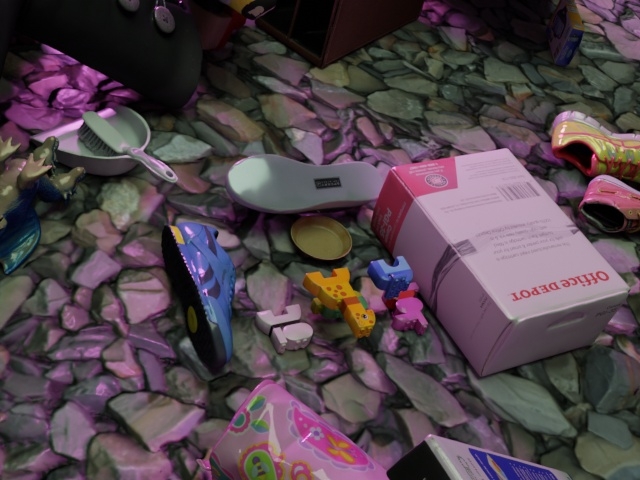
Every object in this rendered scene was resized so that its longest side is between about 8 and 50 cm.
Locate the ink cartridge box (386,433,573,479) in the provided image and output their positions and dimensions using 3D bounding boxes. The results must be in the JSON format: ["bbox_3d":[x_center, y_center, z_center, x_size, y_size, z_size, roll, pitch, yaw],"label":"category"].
[{"bbox_3d":[0.210,0.291,0.927,0.371,0.069,0.176,25,25,-53],"label":"ink cartridge box"}]

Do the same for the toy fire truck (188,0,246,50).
[{"bbox_3d":[-0.197,-0.417,1.569,0.217,0.158,0.246,37,25,11],"label":"toy fire truck"}]

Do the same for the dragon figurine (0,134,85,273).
[{"bbox_3d":[-0.372,-0.022,1.115,0.085,0.144,0.289,28,62,7],"label":"dragon figurine"}]

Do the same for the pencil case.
[{"bbox_3d":[0.018,0.260,0.947,0.284,0.124,0.124,34,44,17],"label":"pencil case"}]

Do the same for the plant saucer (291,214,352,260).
[{"bbox_3d":[0.000,0.000,1.281,0.083,0.015,0.083,10,42,-9],"label":"plant saucer"}]

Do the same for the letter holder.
[{"bbox_3d":[0.060,-0.460,1.634,0.152,0.214,0.302,37,45,18],"label":"letter holder"}]

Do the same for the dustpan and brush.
[{"bbox_3d":[-0.263,-0.120,1.275,0.211,0.060,0.147,40,46,21],"label":"dustpan and brush"}]

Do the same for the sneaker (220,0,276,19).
[{"bbox_3d":[-0.125,-0.441,1.464,0.147,0.145,0.385,55,22,-26],"label":"sneaker"}]

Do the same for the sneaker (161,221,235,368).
[{"bbox_3d":[-0.124,0.057,1.138,0.082,0.069,0.209,-2,46,-27],"label":"sneaker"}]

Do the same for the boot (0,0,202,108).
[{"bbox_3d":[-0.321,-0.250,1.226,0.146,0.445,0.367,-8,76,24],"label":"boot"}]

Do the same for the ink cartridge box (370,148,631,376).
[{"bbox_3d":[0.227,0.021,1.268,0.207,0.117,0.283,-11,50,-29],"label":"ink cartridge box"}]

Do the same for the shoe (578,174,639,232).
[{"bbox_3d":[0.480,-0.033,1.463,0.178,0.063,0.081,27,44,16],"label":"shoe"}]

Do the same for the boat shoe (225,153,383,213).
[{"bbox_3d":[-0.028,-0.069,1.302,0.228,0.076,0.080,-6,75,-28],"label":"boat shoe"}]

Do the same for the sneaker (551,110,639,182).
[{"bbox_3d":[0.461,-0.127,1.548,0.208,0.081,0.094,22,49,12],"label":"sneaker"}]

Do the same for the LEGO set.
[{"bbox_3d":[0.048,0.086,1.158,0.227,0.087,0.093,-10,49,-27],"label":"LEGO set"}]

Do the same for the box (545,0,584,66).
[{"bbox_3d":[0.455,-0.387,1.803,0.028,0.081,0.136,13,42,-8],"label":"box"}]
